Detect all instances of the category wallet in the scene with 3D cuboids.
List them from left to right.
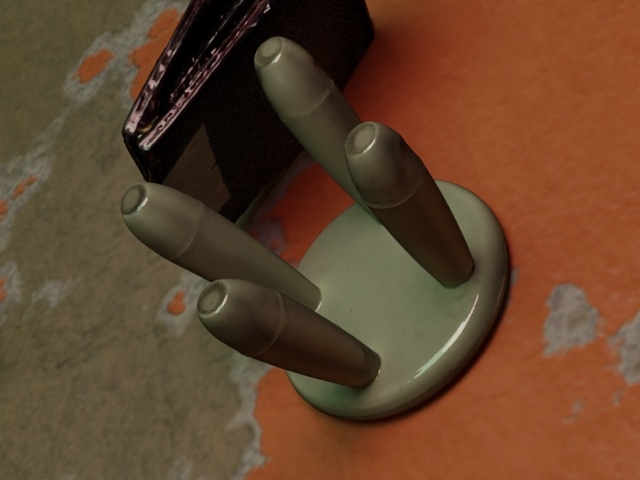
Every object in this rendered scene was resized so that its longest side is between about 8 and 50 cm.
[{"bbox_3d":[-0.053,-0.131,1.374,0.071,0.221,0.262,27,73,16],"label":"wallet"}]

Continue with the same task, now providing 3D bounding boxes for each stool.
[{"bbox_3d":[0.000,0.000,1.250,0.195,0.198,0.195,-48,38,4],"label":"stool"}]
